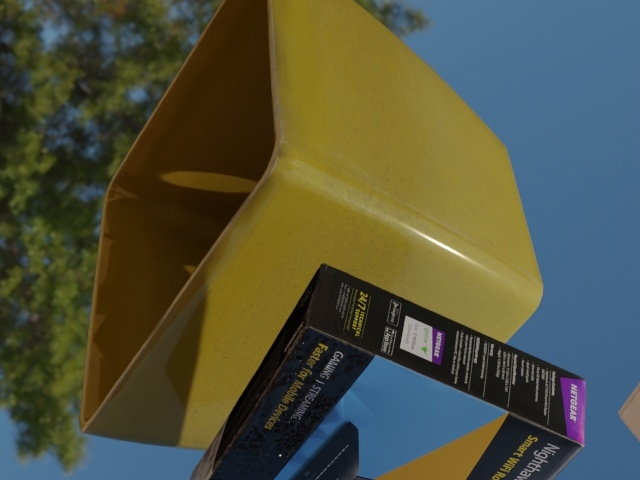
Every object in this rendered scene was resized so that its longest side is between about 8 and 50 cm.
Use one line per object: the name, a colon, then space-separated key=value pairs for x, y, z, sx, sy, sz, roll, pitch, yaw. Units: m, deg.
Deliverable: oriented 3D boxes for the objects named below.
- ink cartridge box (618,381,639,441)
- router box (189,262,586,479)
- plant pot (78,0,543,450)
ink cartridge box: x=0.371 y=0.185 z=1.079 sx=0.218 sy=0.158 sz=0.092 roll=52 pitch=-56 yaw=40
router box: x=0.023 y=0.104 z=0.631 sx=0.046 sy=0.133 sz=0.179 roll=-75 pitch=-168 yaw=-47
plant pot: x=0.000 y=0.000 z=0.755 sx=0.212 sy=0.187 sz=0.212 roll=-52 pitch=-154 yaw=32
